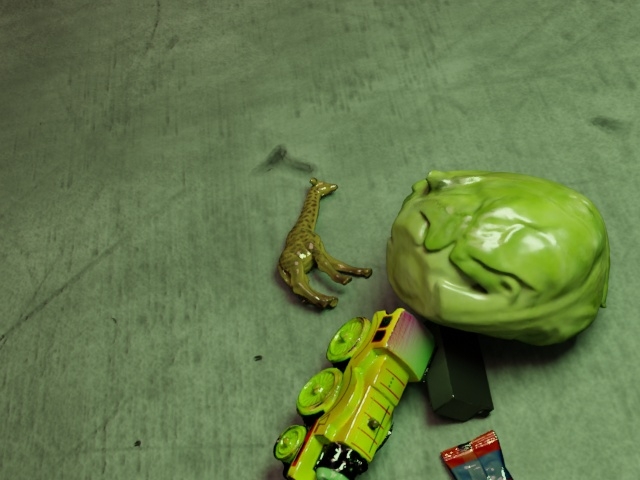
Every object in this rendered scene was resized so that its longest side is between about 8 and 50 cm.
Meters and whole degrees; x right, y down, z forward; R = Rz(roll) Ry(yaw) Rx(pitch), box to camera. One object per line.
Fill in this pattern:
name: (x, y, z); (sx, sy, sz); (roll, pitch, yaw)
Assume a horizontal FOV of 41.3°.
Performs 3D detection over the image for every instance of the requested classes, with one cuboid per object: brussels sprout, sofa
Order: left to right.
sofa: (0.194, 0.190, 1.244); (0.060, 0.085, 0.147); (-45, 38, 38)
brussels sprout: (0.268, 0.019, 1.229); (0.328, 0.247, 0.328); (-2, 10, 0)

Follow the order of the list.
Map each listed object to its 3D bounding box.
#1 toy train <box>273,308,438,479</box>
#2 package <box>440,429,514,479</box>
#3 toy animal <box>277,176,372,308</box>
toy train: (0.046, 0.229, 1.189); (0.160, 0.100, 0.296); (-14, 39, 51)
package: (0.233, 0.350, 1.125); (0.083, 0.022, 0.200); (-20, 49, -2)
toy animal: (-0.009, 0.003, 1.450); (0.149, 0.054, 0.275); (-19, 49, -3)
